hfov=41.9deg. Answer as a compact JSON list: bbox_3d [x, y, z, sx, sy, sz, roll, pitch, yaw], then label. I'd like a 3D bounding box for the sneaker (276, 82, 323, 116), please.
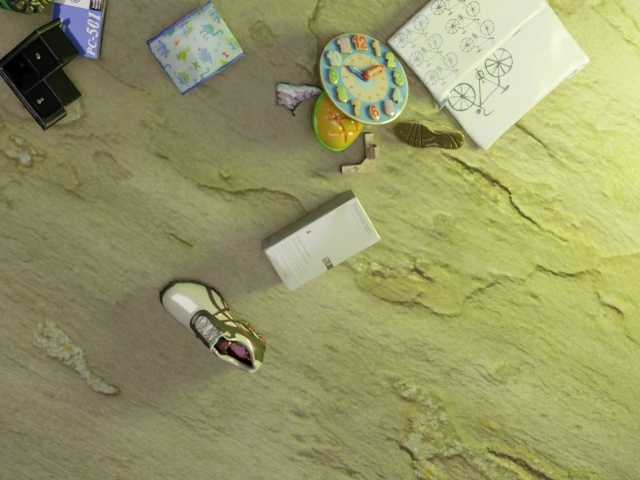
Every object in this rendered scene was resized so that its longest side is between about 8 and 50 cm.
[{"bbox_3d":[-0.045,-0.294,1.756,0.098,0.038,0.069,5,106,0],"label":"sneaker"}]

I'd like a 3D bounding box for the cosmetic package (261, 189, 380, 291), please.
[{"bbox_3d":[0.000,0.000,1.812,0.231,0.085,0.117,-31,107,2],"label":"cosmetic package"}]

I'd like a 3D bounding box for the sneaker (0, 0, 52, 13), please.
[{"bbox_3d":[-0.555,-0.597,1.553,0.146,0.134,0.344,14,86,31],"label":"sneaker"}]

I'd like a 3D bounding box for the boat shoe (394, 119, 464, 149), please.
[{"bbox_3d":[0.235,-0.232,1.811,0.153,0.048,0.056,6,116,-3],"label":"boat shoe"}]

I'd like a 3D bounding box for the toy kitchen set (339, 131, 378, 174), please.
[{"bbox_3d":[0.082,-0.184,1.783,0.075,0.068,0.083,-6,105,-7],"label":"toy kitchen set"}]

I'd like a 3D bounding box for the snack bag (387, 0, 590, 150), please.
[{"bbox_3d":[0.364,-0.404,1.785,0.323,0.037,0.342,-41,106,3],"label":"snack bag"}]

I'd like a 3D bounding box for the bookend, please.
[{"bbox_3d":[-0.523,-0.320,1.620,0.156,0.072,0.157,-22,111,36],"label":"bookend"}]

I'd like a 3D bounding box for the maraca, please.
[{"bbox_3d":[0.045,-0.277,1.741,0.127,0.099,0.186,29,79,-40],"label":"maraca"}]

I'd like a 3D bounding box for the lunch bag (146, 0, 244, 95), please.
[{"bbox_3d":[-0.251,-0.383,1.670,0.151,0.096,0.129,-37,107,-8],"label":"lunch bag"}]

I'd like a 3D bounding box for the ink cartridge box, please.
[{"bbox_3d":[-0.471,-0.470,1.642,0.097,0.046,0.207,10,103,-9],"label":"ink cartridge box"}]

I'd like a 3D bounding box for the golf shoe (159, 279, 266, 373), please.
[{"bbox_3d":[-0.228,0.184,1.808,0.273,0.120,0.105,37,98,-14],"label":"golf shoe"}]

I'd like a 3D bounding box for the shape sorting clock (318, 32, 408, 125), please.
[{"bbox_3d":[0.091,-0.332,1.708,0.206,0.040,0.206,10,64,-22],"label":"shape sorting clock"}]
